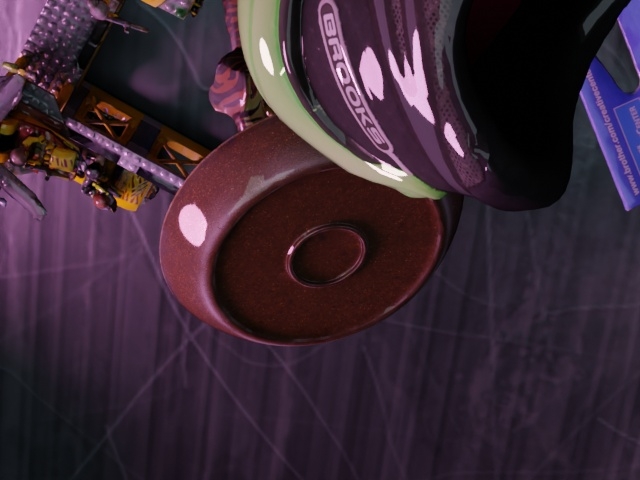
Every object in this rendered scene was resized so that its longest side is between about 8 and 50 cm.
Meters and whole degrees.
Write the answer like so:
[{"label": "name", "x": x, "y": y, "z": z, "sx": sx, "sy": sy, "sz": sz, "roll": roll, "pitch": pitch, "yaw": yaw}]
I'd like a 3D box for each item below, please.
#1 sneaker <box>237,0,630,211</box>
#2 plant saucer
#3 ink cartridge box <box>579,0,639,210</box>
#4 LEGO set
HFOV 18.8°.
[{"label": "sneaker", "x": 0.145, "y": -0.224, "z": 0.806, "sx": 0.202, "sy": 0.185, "sz": 0.483, "roll": 40, "pitch": 115, "yaw": 34}, {"label": "plant saucer", "x": 0.000, "y": 0.000, "z": 1.017, "sx": 0.168, "sy": 0.029, "sz": 0.168, "roll": -11, "pitch": 135, "yaw": -11}, {"label": "ink cartridge box", "x": 0.265, "y": -0.145, "z": 0.939, "sx": 0.311, "sy": 0.065, "sz": 0.186, "roll": -21, "pitch": 104, "yaw": 9}, {"label": "LEGO set", "x": -0.060, "y": -0.101, "z": 1.000, "sx": 0.255, "sy": 0.192, "sz": 0.331, "roll": 36, "pitch": 119, "yaw": -10}]
